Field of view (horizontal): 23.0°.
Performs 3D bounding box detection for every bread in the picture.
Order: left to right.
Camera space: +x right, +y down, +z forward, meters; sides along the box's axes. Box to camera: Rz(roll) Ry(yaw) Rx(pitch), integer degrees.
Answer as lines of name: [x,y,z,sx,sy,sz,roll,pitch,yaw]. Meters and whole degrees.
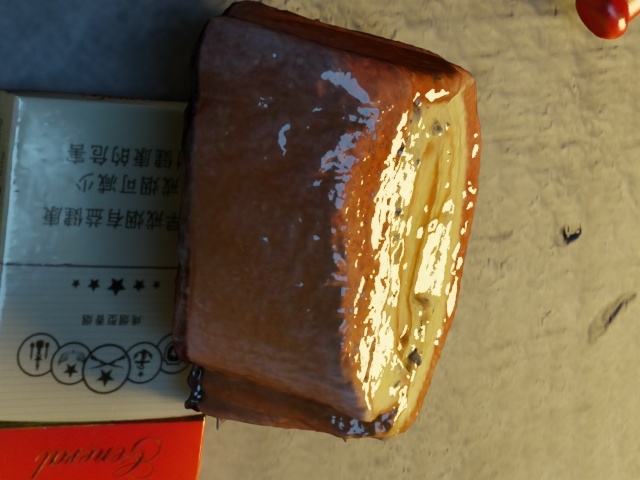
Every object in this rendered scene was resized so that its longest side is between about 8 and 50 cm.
bread: [0.005,-0.002,0.846,0.190,0.123,0.244,-31,131,-64]

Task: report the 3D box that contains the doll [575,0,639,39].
doll: [0.241,-0.229,0.972,0.245,0.076,0.142,-39,119,-10]

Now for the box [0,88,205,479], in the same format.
box: [-0.121,0.043,0.863,0.139,0.035,0.245,0,103,-31]
